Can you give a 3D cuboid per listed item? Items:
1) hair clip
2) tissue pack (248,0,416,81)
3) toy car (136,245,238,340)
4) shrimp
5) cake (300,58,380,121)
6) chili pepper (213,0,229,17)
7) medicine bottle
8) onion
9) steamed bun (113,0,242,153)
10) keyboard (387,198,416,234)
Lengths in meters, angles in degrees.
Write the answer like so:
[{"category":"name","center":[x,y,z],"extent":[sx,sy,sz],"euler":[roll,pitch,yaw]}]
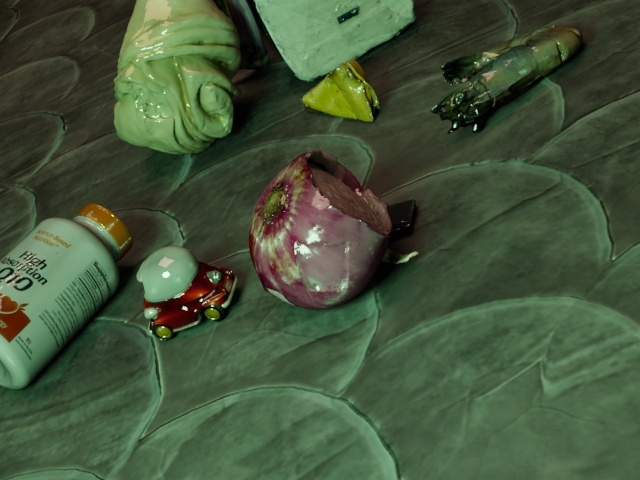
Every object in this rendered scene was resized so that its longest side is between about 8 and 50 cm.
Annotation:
[{"category":"hair clip","center":[-0.152,-0.407,2.044],"extent":[0.095,0.359,0.110],"euler":[2,64,5]},{"category":"tissue pack","center":[-0.024,-0.500,2.135],"extent":[0.264,0.253,0.416],"euler":[-30,29,0]},{"category":"toy car","center":[-0.195,0.058,1.589],"extent":[0.139,0.112,0.112],"euler":[-15,33,23]},{"category":"shrimp","center":[0.261,-0.261,1.735],"extent":[0.289,0.075,0.178],"euler":[-38,24,-14]},{"category":"cake","center":[0.047,-0.237,1.903],"extent":[0.079,0.116,0.185],"euler":[-42,1,-29]},{"category":"chili pepper","center":[-0.218,-0.554,2.460],"extent":[0.261,0.165,0.174],"euler":[13,38,45]},{"category":"medicine bottle","center":[-0.406,0.071,1.696],"extent":[0.157,0.157,0.289],"euler":[5,45,43]},{"category":"onion","center":[-0.010,-0.005,1.479],"extent":[0.200,0.200,0.207],"euler":[-32,63,-5]},{"category":"steamed bun","center":[-0.230,-0.291,1.983],"extent":[0.203,0.289,0.276],"euler":[16,4,5]},{"category":"keyboard","center":[0.025,-0.010,1.601],"extent":[0.231,0.023,0.072],"euler":[-14,27,23]}]
